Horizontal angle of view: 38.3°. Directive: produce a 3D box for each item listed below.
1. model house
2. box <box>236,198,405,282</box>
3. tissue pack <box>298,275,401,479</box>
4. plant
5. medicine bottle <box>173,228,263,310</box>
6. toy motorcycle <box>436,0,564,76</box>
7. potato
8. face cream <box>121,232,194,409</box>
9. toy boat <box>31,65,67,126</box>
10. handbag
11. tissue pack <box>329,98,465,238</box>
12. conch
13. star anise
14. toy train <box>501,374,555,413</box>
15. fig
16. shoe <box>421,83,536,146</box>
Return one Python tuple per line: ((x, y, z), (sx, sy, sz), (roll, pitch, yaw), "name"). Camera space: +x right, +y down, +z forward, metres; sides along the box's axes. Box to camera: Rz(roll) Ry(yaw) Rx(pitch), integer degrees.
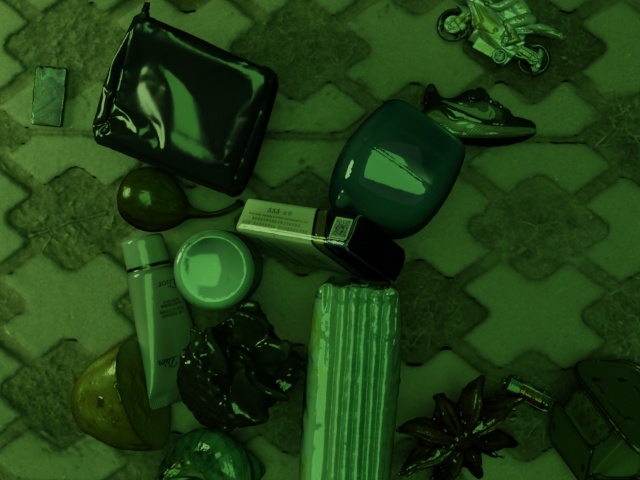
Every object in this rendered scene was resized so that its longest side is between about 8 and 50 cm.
((0.500, 0.383, 1.675), (0.204, 0.218, 0.279), (7, 128, -35), "model house")
((0.000, 0.000, 1.608), (0.259, 0.168, 0.071), (8, 71, 38), "box")
((0.055, 0.262, 1.602), (0.162, 0.287, 0.388), (4, 90, 4), "tissue pack")
((-0.137, 0.217, 1.605), (0.188, 0.276, 0.199), (-38, 86, -30), "plant")
((-0.175, 0.051, 1.644), (0.139, 0.225, 0.139), (0, 89, 3), "medicine bottle")
((0.337, -0.401, 1.709), (0.228, 0.074, 0.151), (26, 96, 12), "toy motorcycle")
((-0.380, 0.299, 1.688), (0.158, 0.178, 0.203), (-21, 114, 18), "potato")
((-0.295, 0.145, 1.715), (0.143, 0.089, 0.314), (-14, 89, -42), "face cream")
((-0.519, -0.276, 1.767), (0.063, 0.016, 0.115), (6, 90, 2), "toy boat")
((-0.231, -0.256, 1.678), (0.301, 0.178, 0.275), (23, 105, 4), "handbag")
((0.120, -0.104, 1.602), (0.198, 0.287, 0.206), (33, 85, -2), "tissue pack")
((-0.200, 0.423, 1.694), (0.188, 0.122, 0.176), (20, 119, 2), "conch")
((0.244, 0.338, 1.672), (0.272, 0.102, 0.272), (-9, 118, -17), "star anise")
((0.384, 0.284, 1.700), (0.103, 0.064, 0.044), (28, 89, 2), "toy train")
((-0.261, -0.066, 1.720), (0.236, 0.124, 0.124), (9, 90, -17), "fig")
((0.283, -0.233, 1.700), (0.227, 0.099, 0.112), (0, 82, 3), "shoe")
